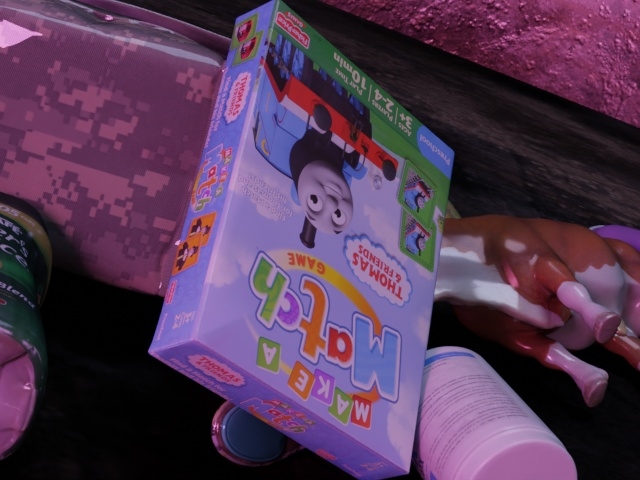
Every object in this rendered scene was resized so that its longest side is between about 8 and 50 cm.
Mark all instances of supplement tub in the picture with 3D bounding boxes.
[{"bbox_3d":[0.084,0.110,0.718,0.071,0.071,0.107,13,18,-24],"label":"supplement tub"}]

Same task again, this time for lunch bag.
[{"bbox_3d":[-0.164,-0.079,0.867,0.235,0.169,0.287,16,6,-1],"label":"lunch bag"}]

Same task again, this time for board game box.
[{"bbox_3d":[0.000,0.000,0.706,0.039,0.212,0.160,-18,-42,40],"label":"board game box"}]

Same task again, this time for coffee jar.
[{"bbox_3d":[-0.181,0.031,0.643,0.096,0.079,0.184,15,17,-16],"label":"coffee jar"}]

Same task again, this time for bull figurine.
[{"bbox_3d":[0.171,0.044,0.983,0.310,0.101,0.188,1,29,-43],"label":"bull figurine"}]

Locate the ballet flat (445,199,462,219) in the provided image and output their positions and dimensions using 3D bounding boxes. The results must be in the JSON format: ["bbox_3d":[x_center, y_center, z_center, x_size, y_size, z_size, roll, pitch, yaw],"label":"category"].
[{"bbox_3d":[-0.012,-0.074,1.112,0.348,0.123,0.123,20,16,-2],"label":"ballet flat"}]

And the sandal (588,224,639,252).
[{"bbox_3d":[0.377,0.052,1.187,0.169,0.102,0.416,14,17,-21],"label":"sandal"}]

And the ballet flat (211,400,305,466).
[{"bbox_3d":[-0.027,0.097,0.702,0.041,0.041,0.114,32,20,35],"label":"ballet flat"}]
